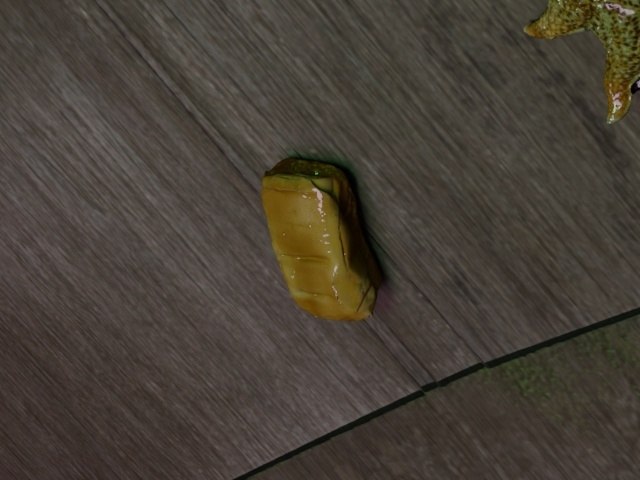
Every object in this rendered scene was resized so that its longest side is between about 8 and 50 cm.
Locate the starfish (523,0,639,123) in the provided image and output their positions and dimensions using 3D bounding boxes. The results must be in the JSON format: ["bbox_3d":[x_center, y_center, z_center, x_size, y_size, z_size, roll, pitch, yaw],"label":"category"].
[{"bbox_3d":[0.166,-0.174,1.084,0.176,0.053,0.208,47,138,11],"label":"starfish"}]

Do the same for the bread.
[{"bbox_3d":[0.000,0.000,1.390,0.074,0.053,0.132,10,131,35],"label":"bread"}]
